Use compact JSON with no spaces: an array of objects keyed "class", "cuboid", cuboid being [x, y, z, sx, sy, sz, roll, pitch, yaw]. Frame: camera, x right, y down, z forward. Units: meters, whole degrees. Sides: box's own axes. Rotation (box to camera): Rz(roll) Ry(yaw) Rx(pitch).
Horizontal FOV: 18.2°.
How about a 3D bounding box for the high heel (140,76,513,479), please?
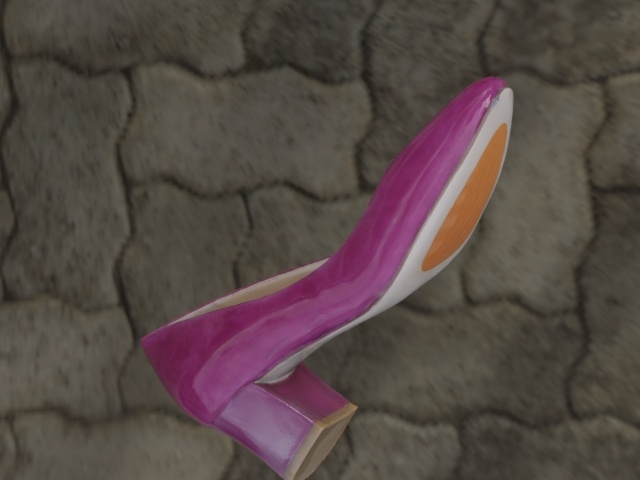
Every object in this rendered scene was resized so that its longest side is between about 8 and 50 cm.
[{"class":"high heel","cuboid":[0.000,0.000,0.995,0.117,0.082,0.244,38,120,17]}]
